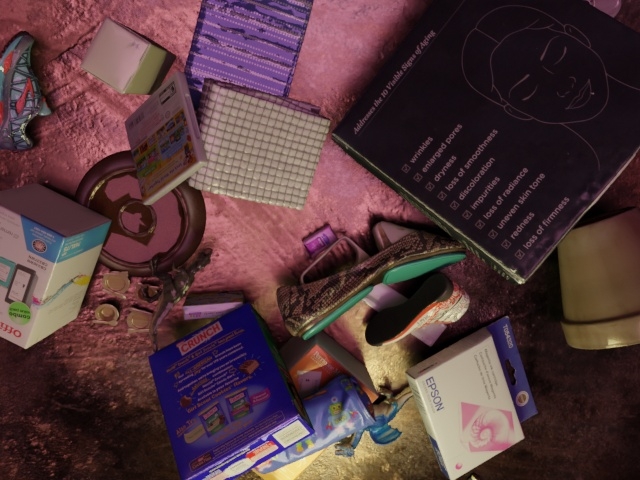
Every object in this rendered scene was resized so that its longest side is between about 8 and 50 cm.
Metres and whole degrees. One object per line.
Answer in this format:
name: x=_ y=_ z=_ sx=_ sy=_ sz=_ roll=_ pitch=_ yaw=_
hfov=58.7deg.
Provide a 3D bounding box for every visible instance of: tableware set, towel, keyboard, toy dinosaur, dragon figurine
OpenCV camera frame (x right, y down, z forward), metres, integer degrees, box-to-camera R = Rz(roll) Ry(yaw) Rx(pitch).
tableware set: x=-0.469 y=0.153 z=1.383 sx=0.141 sy=0.020 sz=0.169 roll=14 pitch=111 yaw=-13
towel: x=-0.168 y=-0.434 z=1.293 sx=0.243 sy=0.040 sz=0.336 roll=16 pitch=99 yaw=-8
keyboard: x=0.212 y=0.185 z=1.486 sx=0.256 sy=0.014 sz=0.072 roll=34 pitch=92 yaw=-13
toy dinosaur: x=-0.358 y=0.114 z=1.319 sx=0.118 sy=0.064 sz=0.268 roll=30 pitch=88 yaw=19
dragon figurine: x=0.160 y=0.477 z=1.503 sx=0.289 sy=0.085 sz=0.144 roll=-12 pitch=105 yaw=-16
towel: x=-0.140 y=-0.212 z=1.254 sx=0.283 sy=0.121 sz=0.235 roll=8 pitch=107 yaw=-28

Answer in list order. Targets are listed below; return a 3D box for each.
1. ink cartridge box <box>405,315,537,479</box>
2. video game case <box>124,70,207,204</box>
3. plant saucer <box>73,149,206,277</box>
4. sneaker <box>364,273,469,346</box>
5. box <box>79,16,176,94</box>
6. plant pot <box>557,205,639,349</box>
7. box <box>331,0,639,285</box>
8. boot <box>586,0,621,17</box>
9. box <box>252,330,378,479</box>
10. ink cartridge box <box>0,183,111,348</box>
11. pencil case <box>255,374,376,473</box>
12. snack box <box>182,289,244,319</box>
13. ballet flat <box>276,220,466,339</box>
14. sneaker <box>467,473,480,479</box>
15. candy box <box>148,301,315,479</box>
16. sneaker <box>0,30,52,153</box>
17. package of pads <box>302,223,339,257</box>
ink cartridge box: x=0.419 y=0.412 z=1.495 sx=0.330 sy=0.071 sz=0.324 roll=-25 pitch=105 yaw=-12
video game case: x=-0.336 y=-0.213 z=1.217 sx=0.227 sy=0.026 sz=0.207 roll=-25 pitch=76 yaw=39
plant saucer: x=-0.428 y=-0.056 z=1.341 sx=0.310 sy=0.050 sz=0.311 roll=-1 pitch=103 yaw=-5
sneaker: x=0.250 y=0.197 z=1.437 sx=0.270 sy=0.090 sz=0.145 roll=-41 pitch=136 yaw=21
box: x=-0.380 y=-0.364 z=1.156 sx=0.094 sy=0.275 sz=0.113 roll=31 pitch=98 yaw=-11
plant pot: x=0.721 y=0.077 z=1.387 sx=0.323 sy=0.323 sz=0.281 roll=-19 pitch=88 yaw=-2
box: x=0.369 y=-0.236 z=1.168 sx=0.471 sy=0.297 sz=0.480 roll=41 pitch=97 yaw=15
boot: x=0.591 y=-0.523 z=1.304 sx=0.258 sy=0.123 sz=0.095 roll=-16 pitch=104 yaw=-2
box: x=-0.060 y=0.409 z=1.425 sx=0.215 sy=0.168 sz=0.345 roll=42 pitch=95 yaw=-13
ink cartridge box: x=-0.627 y=0.049 z=1.238 sx=0.198 sy=0.197 sz=0.270 roll=25 pitch=105 yaw=1
pencil case: x=-0.032 y=0.409 z=1.281 sx=0.306 sy=0.119 sz=0.133 roll=-25 pitch=90 yaw=0
snack box: x=-0.256 y=0.155 z=1.380 sx=0.141 sy=0.100 sz=0.037 roll=-4 pitch=103 yaw=-6
ballet flat: x=0.113 y=0.058 z=1.365 sx=0.482 sy=0.164 sz=0.182 roll=-26 pitch=74 yaw=-10
sneaker: x=0.449 y=0.702 z=1.623 sx=0.035 sy=0.031 sz=0.083 roll=-37 pitch=100 yaw=17
candy box: x=-0.201 y=0.333 z=1.243 sx=0.268 sy=0.317 sz=0.122 roll=-28 pitch=141 yaw=-3
sneaker: x=-0.648 y=-0.319 z=1.245 sx=0.125 sy=0.104 sz=0.262 roll=15 pitch=106 yaw=-27
package of pads: x=0.000 y=0.000 z=1.408 sx=0.083 sy=0.032 sz=0.050 roll=-32 pitch=102 yaw=2
